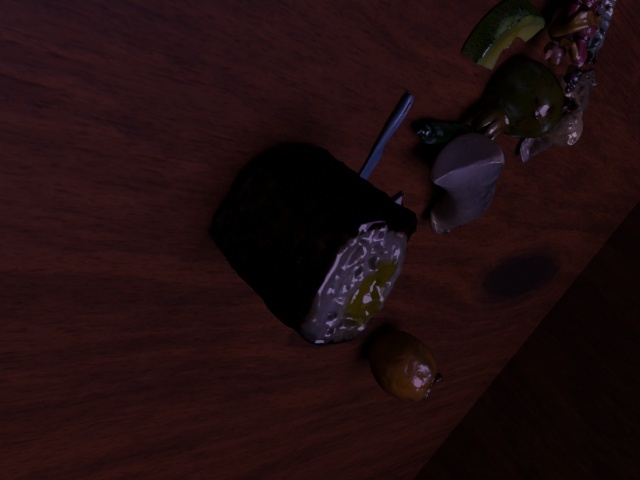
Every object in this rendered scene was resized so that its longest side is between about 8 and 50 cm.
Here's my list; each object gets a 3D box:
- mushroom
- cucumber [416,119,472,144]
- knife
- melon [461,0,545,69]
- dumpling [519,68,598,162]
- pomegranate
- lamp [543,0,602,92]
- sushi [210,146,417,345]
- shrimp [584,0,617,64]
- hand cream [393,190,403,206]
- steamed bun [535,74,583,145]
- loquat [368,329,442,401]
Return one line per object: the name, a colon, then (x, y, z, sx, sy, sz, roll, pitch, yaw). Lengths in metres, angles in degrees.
mushroom: (0.350, -0.125, 1.811, 0.177, 0.126, 0.397, -23, 158, 0)
cucumber: (0.278, -0.247, 1.673, 0.250, 0.056, 0.056, -8, 133, -51)
knife: (0.119, -0.183, 1.583, 0.044, 0.019, 0.313, -7, 134, -53)
melon: (0.398, -0.449, 1.571, 0.209, 0.064, 0.118, -42, 156, -4)
dumpling: (0.684, -0.360, 2.044, 0.332, 0.086, 0.166, -49, 154, -3)
pomegranate: (0.480, -0.324, 1.736, 0.241, 0.159, 0.190, -17, 138, -38)
lamp: (0.578, -0.477, 1.681, 0.118, 0.118, 0.253, -14, 123, -45)
sushi: (-0.002, -0.002, 1.358, 0.299, 0.294, 0.281, -51, 148, 5)
shrimp: (0.693, -0.575, 1.727, 0.287, 0.068, 0.185, 116, -4, -50)
hand cream: (0.090, 0.006, 1.744, 0.336, 0.076, 0.121, -38, 156, -28)
steamed bun: (0.612, -0.319, 1.889, 0.141, 0.155, 0.172, -23, 144, -2)
loquat: (0.253, 0.387, 2.261, 0.193, 0.238, 0.238, -51, 152, -7)
